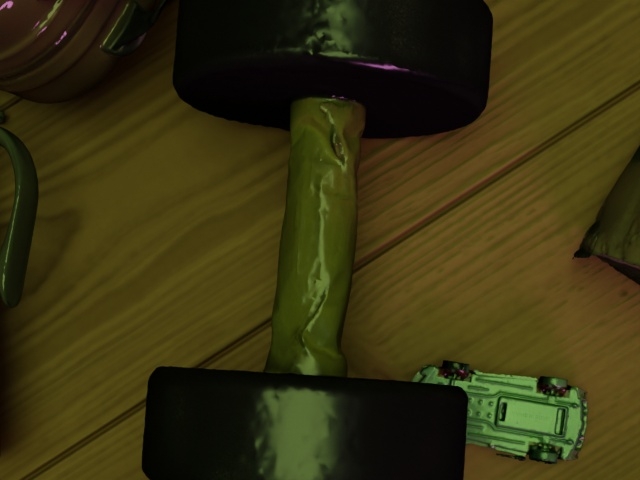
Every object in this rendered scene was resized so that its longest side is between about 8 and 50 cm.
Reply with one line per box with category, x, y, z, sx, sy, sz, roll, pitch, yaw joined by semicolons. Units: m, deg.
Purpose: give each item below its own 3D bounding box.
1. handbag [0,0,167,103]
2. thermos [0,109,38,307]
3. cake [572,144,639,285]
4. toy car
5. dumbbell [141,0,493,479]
handbag;-0.168;-0.238;0.758;0.283;0.149;0.301;28;84;34
thermos;-0.281;0.021;0.778;0.177;0.146;0.264;-4;76;12
cake;0.327;0.012;0.697;0.284;0.172;0.158;31;89;7
toy car;0.121;0.118;0.772;0.122;0.035;0.059;7;83;16
dumbbell;0.000;0.000;0.716;0.204;0.204;0.322;3;83;7
